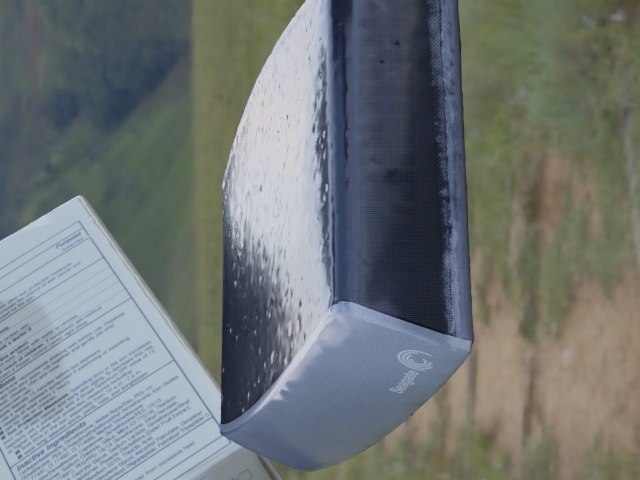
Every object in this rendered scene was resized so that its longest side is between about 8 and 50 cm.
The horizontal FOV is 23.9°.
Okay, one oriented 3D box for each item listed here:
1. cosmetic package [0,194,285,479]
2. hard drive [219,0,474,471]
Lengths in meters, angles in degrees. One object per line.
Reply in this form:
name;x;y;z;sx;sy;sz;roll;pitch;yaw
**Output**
cosmetic package;-0.140;0.119;0.990;0.296;0.153;0.129;50;170;47
hard drive;0.000;0.000;0.629;0.255;0.054;0.172;128;143;-68
